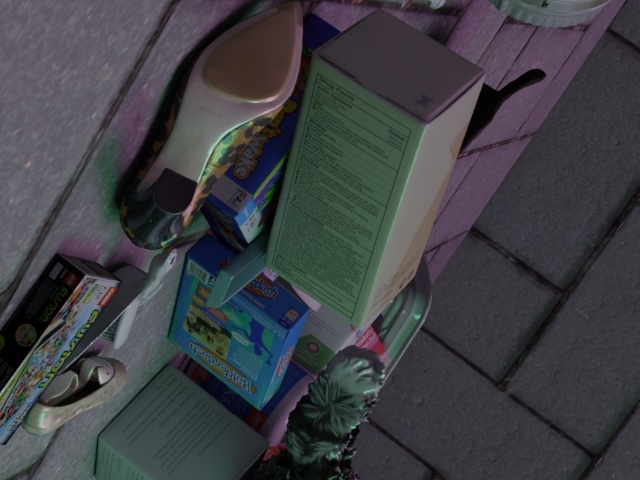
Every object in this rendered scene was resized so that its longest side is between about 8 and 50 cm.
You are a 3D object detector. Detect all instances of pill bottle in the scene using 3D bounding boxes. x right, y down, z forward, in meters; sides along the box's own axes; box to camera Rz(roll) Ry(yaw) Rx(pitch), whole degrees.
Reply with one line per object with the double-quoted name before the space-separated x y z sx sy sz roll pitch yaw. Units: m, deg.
"pill bottle" -0.081 0.226 1.991 0.124 0.221 0.124 -51 168 -15

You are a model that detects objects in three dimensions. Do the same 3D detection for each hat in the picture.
"hat" 0.173 -0.192 2.000 0.331 0.134 0.331 -40 -178 2

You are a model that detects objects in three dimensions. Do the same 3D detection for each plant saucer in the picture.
"plant saucer" -0.064 0.014 1.552 0.192 0.018 0.067 -40 162 -46

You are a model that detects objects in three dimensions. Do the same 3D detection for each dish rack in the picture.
"dish rack" 0.098 0.114 2.468 0.285 0.072 0.333 -59 -161 28

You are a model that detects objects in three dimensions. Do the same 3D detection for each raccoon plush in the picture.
"raccoon plush" 0.012 0.349 1.895 0.446 0.216 0.299 -56 178 9

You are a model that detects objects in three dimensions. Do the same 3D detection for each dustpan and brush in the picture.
"dustpan and brush" -0.201 0.062 1.410 0.147 0.060 0.211 -42 166 -45

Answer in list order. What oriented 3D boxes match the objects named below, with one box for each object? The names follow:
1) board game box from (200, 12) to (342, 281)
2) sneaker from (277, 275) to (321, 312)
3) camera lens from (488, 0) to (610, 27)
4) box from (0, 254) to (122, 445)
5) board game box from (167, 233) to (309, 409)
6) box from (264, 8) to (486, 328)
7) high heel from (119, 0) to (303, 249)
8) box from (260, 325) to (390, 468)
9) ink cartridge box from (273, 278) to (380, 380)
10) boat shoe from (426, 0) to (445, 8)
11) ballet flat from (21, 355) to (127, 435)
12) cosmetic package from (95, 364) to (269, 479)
"board game box" -0.036 -0.094 1.589 0.233 0.078 0.347 -52 168 -8
"sneaker" 0.000 0.000 1.941 0.169 0.108 0.292 -49 167 -7
"camera lens" 0.308 -0.422 1.641 0.219 0.219 0.274 -47 167 -29
"box" -0.282 0.110 1.310 0.207 0.036 0.114 -54 169 2
"board game box" -0.107 0.106 1.689 0.047 0.160 0.210 -46 167 -34
"box" 0.051 -0.071 1.427 0.121 0.148 0.311 -40 158 -40
"high heel" -0.109 -0.112 1.307 0.261 0.093 0.186 -59 -171 -19
"box" -0.039 0.229 2.237 0.142 0.154 0.300 -16 -161 44
"ink cartridge box" -0.004 0.107 2.119 0.212 0.154 0.093 -49 168 -23
"boat shoe" 0.143 -0.330 1.744 0.035 0.035 0.100 -22 165 -12
"ballet flat" -0.266 0.161 1.487 0.168 0.057 0.052 -38 151 -54
"cosmetic package" -0.194 0.305 1.865 0.151 0.184 0.151 -47 167 -31
